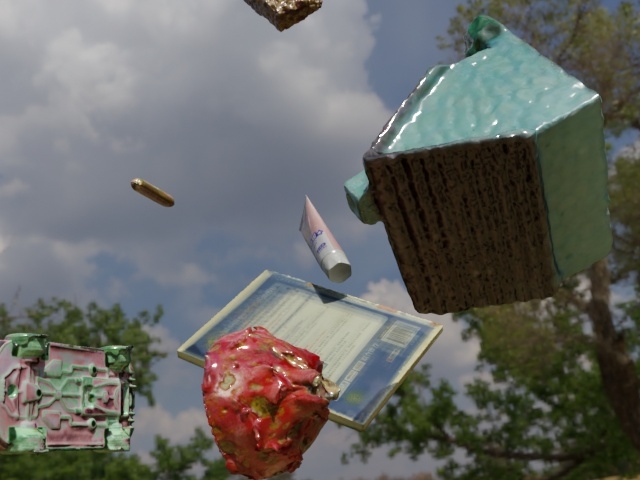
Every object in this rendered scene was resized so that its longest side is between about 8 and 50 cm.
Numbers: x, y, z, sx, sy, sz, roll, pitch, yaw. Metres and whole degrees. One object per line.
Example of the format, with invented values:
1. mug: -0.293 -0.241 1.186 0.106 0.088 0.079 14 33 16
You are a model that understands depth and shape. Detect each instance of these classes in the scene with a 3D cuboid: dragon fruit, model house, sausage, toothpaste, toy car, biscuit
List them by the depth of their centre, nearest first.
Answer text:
1. toy car: -0.163 0.097 0.530 0.055 0.069 0.142 -8 -15 22
2. dragon fruit: -0.027 0.147 0.817 0.111 0.153 0.153 -15 -20 24
3. sausage: -0.176 -0.050 0.904 0.015 0.015 0.100 -13 -13 10
4. model house: 0.153 -0.053 0.952 0.249 0.230 0.280 -28 -47 -5
5. biscuit: -0.075 -0.311 1.016 0.064 0.199 0.034 -32 -38 -15
6. toothpaste: 0.000 0.000 1.370 0.043 0.194 0.067 0 -61 -21

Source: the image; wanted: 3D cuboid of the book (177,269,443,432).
1. book: -0.016 0.146 1.243 0.322 0.228 0.018 16 -50 31
